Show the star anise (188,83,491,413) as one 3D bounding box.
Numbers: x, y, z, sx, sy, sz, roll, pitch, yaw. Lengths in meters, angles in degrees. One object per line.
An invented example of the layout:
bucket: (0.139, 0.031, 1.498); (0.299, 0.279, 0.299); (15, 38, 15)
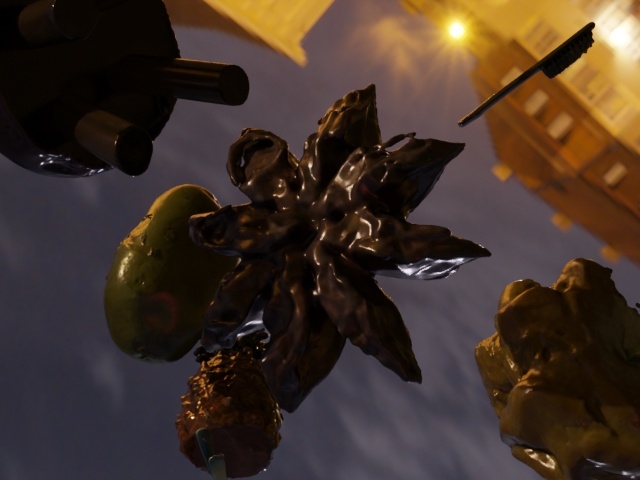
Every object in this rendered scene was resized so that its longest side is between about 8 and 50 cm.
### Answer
star anise: (0.000, 0.002, 1.258); (0.117, 0.332, 0.332); (26, -157, -55)

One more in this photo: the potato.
potato: (-0.196, 0.044, 1.793); (0.148, 0.253, 0.186); (11, 167, 17)

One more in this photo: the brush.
brush: (0.238, -0.181, 1.501); (0.027, 0.190, 0.034); (54, 180, 1)

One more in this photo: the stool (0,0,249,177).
stool: (-0.221, -0.197, 1.371); (0.178, 0.272, 0.272); (6, 168, 43)

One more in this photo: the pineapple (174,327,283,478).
pineapple: (-0.119, 0.201, 1.913); (0.158, 0.158, 0.279); (35, -144, -23)

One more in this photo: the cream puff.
cream puff: (0.328, 0.208, 1.636); (0.323, 0.270, 0.274); (35, -136, 3)

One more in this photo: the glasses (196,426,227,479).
glasses: (-0.054, 0.306, 1.453); (0.189, 0.088, 0.221); (-149, 36, -79)
